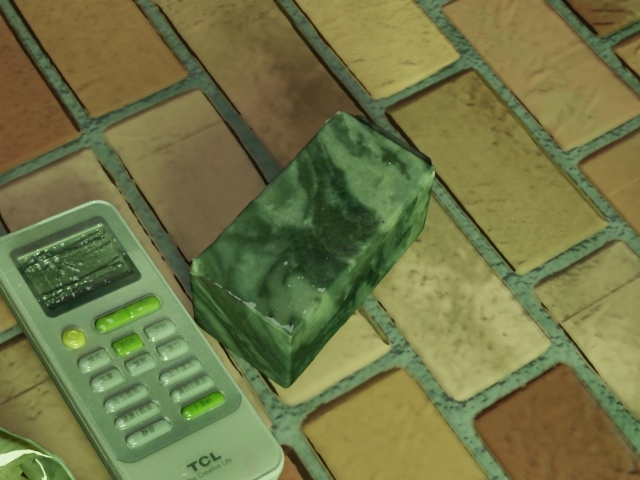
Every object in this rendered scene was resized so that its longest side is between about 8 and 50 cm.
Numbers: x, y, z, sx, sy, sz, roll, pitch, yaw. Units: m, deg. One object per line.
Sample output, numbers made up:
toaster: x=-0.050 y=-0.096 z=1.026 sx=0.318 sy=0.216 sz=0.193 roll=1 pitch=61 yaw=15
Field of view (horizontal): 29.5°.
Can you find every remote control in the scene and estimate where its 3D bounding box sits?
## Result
remote control: x=-0.129 y=0.081 z=0.822 sx=0.103 sy=0.034 sz=0.250 roll=-24 pitch=61 yaw=-26

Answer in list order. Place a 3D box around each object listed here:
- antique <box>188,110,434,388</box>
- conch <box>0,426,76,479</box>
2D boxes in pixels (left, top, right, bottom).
antique: x=0.000 y=0.000 z=0.852 sx=0.088 sy=0.086 sz=0.183 roll=34 pitch=63 yaw=16
conch: x=-0.226 y=0.172 z=0.736 sx=0.234 sy=0.114 sz=0.137 roll=2 pitch=63 yaw=-43
